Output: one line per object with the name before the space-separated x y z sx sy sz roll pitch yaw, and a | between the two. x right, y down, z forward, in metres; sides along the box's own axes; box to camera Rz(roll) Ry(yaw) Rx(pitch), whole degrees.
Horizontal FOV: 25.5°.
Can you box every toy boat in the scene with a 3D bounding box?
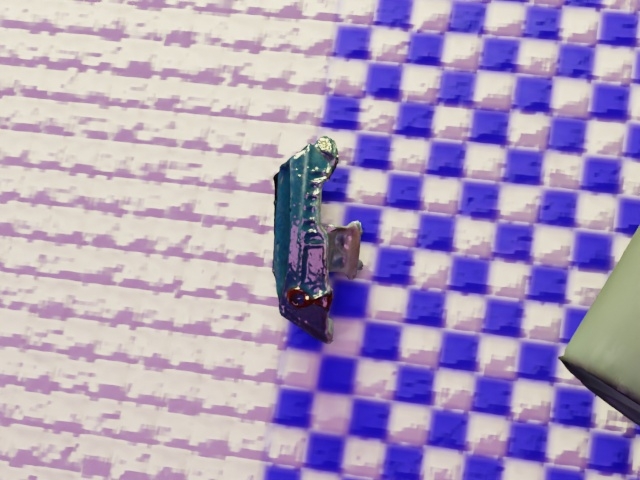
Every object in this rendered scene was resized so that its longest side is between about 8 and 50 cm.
toy boat | 0.000 0.000 0.564 0.038 0.038 0.083 -2 76 10

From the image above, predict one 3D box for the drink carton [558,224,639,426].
drink carton | 0.188 0.001 0.453 0.191 0.185 0.190 32 87 14
